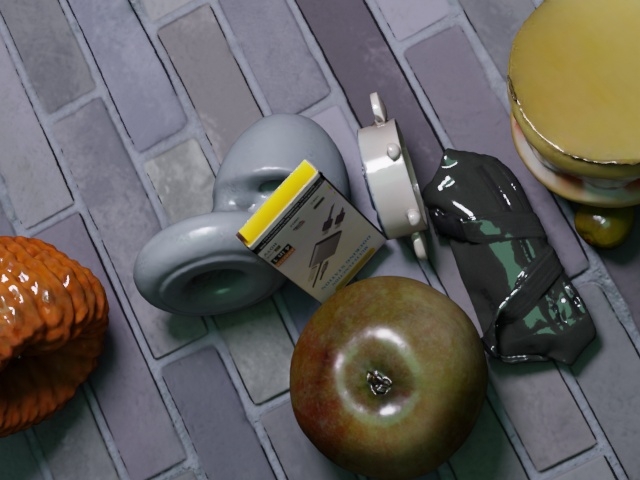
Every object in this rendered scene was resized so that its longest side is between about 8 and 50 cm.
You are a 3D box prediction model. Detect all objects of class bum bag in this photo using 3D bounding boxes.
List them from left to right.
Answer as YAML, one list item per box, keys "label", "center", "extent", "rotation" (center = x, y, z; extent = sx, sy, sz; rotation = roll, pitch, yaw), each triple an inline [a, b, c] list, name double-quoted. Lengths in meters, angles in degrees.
- label: "bum bag"
  center: [0.232, 0.024, 1.609]
  extent: [0.142, 0.080, 0.326]
  rotation: [-27, 76, 3]

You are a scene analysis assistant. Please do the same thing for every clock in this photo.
- label: "clock"
  center: [0.090, -0.078, 1.614]
  extent: [0.063, 0.155, 0.229]
  rotation: [-18, 101, 9]

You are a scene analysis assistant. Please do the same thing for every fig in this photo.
- label: "fig"
  center: [0.369, -0.030, 1.593]
  extent: [0.074, 0.074, 0.088]
  rotation: [36, 72, 15]

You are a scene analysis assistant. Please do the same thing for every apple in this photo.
- label: "apple"
  center: [0.080, 0.169, 1.539]
  extent: [0.257, 0.234, 0.257]
  rotation: [-2, 83, 14]

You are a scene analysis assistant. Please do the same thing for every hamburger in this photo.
- label: "hamburger"
  center: [0.348, -0.187, 1.557]
  extent: [0.261, 0.186, 0.303]
  rotation: [-35, 70, -8]

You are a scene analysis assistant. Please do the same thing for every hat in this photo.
- label: "hat"
  center: [-0.479, 0.053, 1.655]
  extent: [0.285, 0.285, 0.400]
  rotation: [-46, 70, 2]

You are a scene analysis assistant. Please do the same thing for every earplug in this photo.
- label: "earplug"
  center: [-0.101, -0.024, 1.629]
  extent: [0.325, 0.214, 0.175]
  rotation: [-44, 61, -4]

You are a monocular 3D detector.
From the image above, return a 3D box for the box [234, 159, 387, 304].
- label: "box"
  center: [0.000, 0.000, 1.576]
  extent: [0.129, 0.247, 0.033]
  rotation: [-48, 55, 1]
